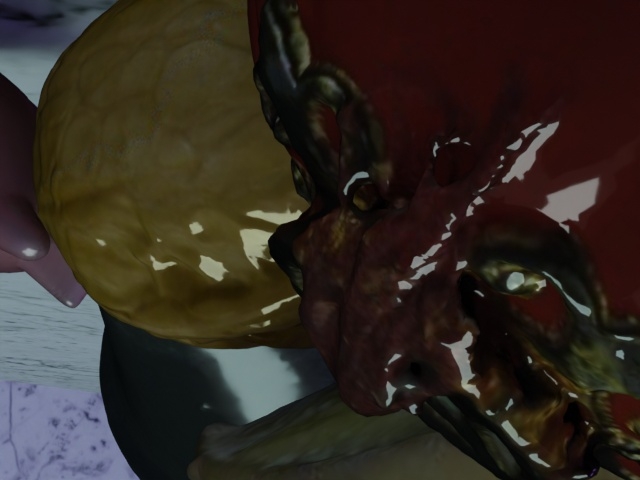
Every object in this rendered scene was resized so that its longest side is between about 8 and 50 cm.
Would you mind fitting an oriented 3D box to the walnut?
[{"bbox_3d":[-0.018,-0.033,0.698,0.207,0.159,0.159,-4,168,38],"label":"walnut"}]

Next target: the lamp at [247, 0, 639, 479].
[{"bbox_3d":[0.079,-0.033,0.438,0.227,0.227,0.227,4,171,1],"label":"lamp"}]

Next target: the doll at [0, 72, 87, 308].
[{"bbox_3d":[-0.187,-0.050,0.774,0.211,0.093,0.262,36,-175,41],"label":"doll"}]

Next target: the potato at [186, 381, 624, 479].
[{"bbox_3d":[0.109,0.115,0.634,0.264,0.211,0.189,-26,-166,2],"label":"potato"}]

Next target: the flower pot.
[{"bbox_3d":[-0.028,0.016,0.921,0.235,0.235,0.148,1,150,20],"label":"flower pot"}]
